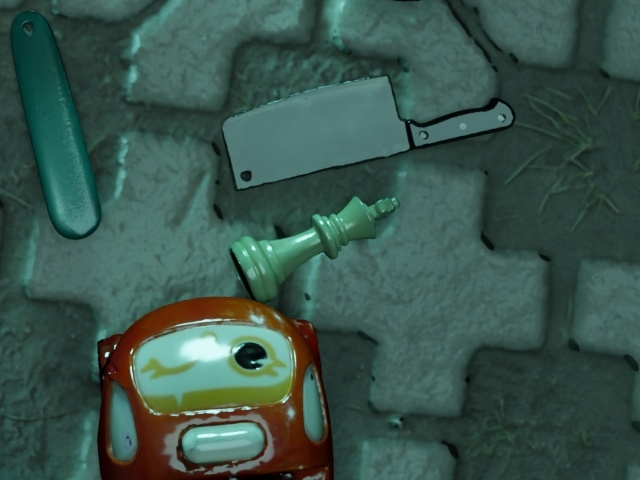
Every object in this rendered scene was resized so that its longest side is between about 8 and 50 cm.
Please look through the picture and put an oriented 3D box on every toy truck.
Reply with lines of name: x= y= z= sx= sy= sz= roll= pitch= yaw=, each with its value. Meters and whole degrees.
toy truck: x=-0.075 y=0.179 z=1.263 sx=0.189 sy=0.239 sz=0.264 roll=-5 pitch=94 yaw=-8

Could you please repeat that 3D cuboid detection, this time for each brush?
brush: x=-0.217 y=-0.093 z=1.335 sx=0.043 sy=0.032 sz=0.193 roll=-15 pitch=84 yaw=-2

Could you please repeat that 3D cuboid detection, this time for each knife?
knife: x=0.040 y=-0.101 z=1.373 sx=0.245 sy=0.019 sz=0.072 roll=-12 pitch=94 yaw=-5

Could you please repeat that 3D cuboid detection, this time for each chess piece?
chess piece: x=0.000 y=0.000 z=1.359 sx=0.149 sy=0.059 sz=0.059 roll=-24 pitch=97 yaw=-12
